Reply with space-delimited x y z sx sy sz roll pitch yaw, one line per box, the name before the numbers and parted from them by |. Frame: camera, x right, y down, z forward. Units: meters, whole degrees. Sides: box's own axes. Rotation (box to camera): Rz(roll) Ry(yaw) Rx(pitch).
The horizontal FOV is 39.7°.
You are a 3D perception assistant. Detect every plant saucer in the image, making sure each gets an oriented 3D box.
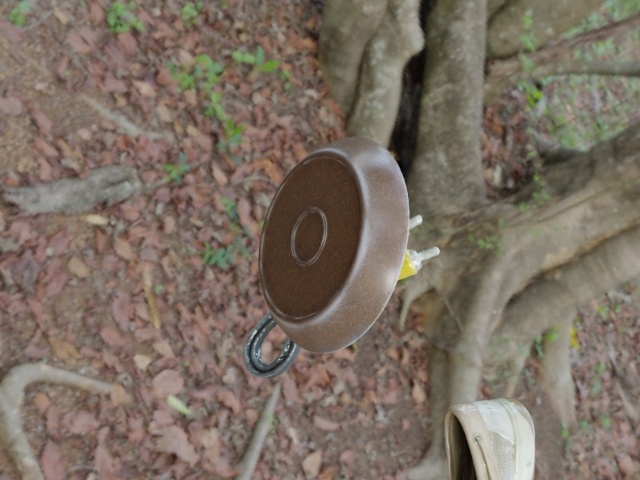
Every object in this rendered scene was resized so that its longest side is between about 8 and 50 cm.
plant saucer | 0.000 0.000 0.669 0.029 0.168 0.168 13 54 -36

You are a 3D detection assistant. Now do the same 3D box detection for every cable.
cable | -0.002 0.045 1.083 0.139 0.287 0.072 54 7 15

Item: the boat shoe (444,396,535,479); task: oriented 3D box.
boat shoe | 0.202 0.373 1.128 0.110 0.121 0.341 1 86 -25
